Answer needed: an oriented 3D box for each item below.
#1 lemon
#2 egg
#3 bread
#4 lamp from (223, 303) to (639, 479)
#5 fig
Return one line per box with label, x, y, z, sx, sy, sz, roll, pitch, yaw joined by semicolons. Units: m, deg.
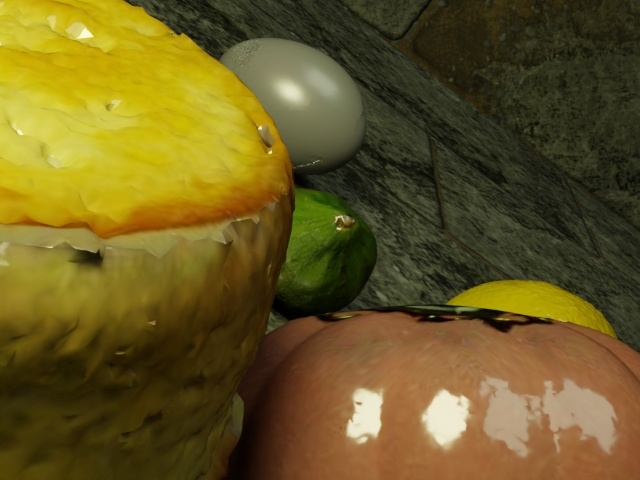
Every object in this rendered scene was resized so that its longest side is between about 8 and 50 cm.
lemon;0.185;0.126;1.001;0.244;0.187;0.187;-2;42;-37
egg;-0.036;-0.162;1.284;0.199;0.146;0.146;35;19;9
bread;-0.193;0.001;0.503;0.398;0.215;0.398;19;25;-9
lamp;0.071;0.159;0.647;0.305;0.305;0.239;9;80;-54
fig;0.000;0.000;0.984;0.123;0.156;0.123;10;60;-18
